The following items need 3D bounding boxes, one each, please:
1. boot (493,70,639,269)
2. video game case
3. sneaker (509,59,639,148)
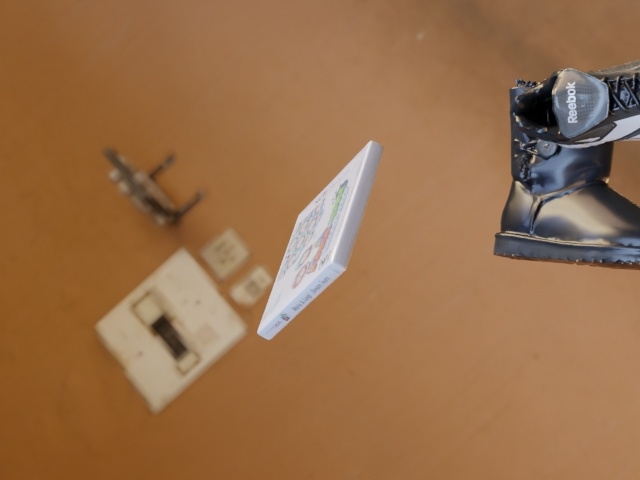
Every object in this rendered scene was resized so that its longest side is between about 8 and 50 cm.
[{"bbox_3d":[0.292,-0.075,1.542,0.094,0.207,0.246,8,178,-45],"label":"boot"},{"bbox_3d":[0.000,0.000,1.352,0.019,0.143,0.157,30,-132,-14],"label":"video game case"},{"bbox_3d":[0.272,-0.129,1.364,0.106,0.078,0.234,-2,175,-40],"label":"sneaker"}]
